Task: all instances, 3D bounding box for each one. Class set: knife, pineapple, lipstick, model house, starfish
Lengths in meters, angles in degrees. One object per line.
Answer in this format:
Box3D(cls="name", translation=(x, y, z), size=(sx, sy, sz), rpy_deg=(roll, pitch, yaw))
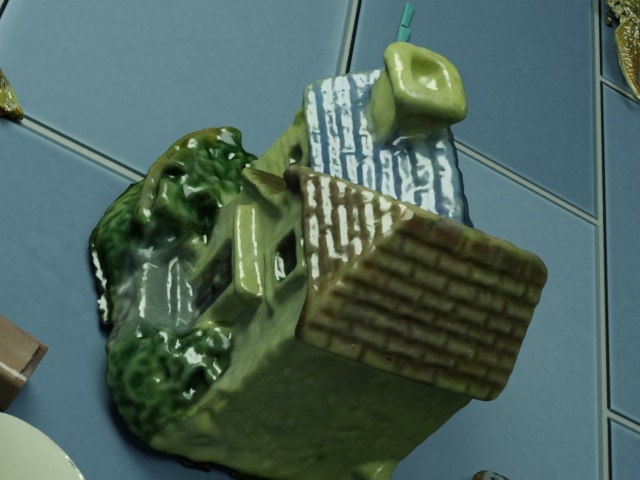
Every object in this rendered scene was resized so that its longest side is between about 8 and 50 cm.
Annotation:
Box3D(cls="knife", translation=(0.092, -0.230, 1.469), size=(0.014, 0.005, 0.091), rpy_deg=(30, 44, -12))
Box3D(cls="pineapple", translation=(-0.276, -0.132, 1.100), size=(0.045, 0.019, 0.083), rpy_deg=(-15, 70, -46))
Box3D(cls="lipstick", translation=(-0.265, 0.057, 0.938), size=(0.145, 0.045, 0.045), rpy_deg=(35, 44, -8))
Box3D(cls="model house", translation=(0.000, 0.000, 1.027), size=(0.261, 0.266, 0.321), rpy_deg=(19, 47, -30))
Box3D(cls="starfish", translation=(0.417, -0.254, 1.710), size=(0.138, 0.050, 0.248), rpy_deg=(18, 55, -27))

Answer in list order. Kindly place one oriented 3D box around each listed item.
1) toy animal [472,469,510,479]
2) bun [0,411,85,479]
Box3D(cls="toy animal", translation=(0.201, 0.268, 1.103), size=(0.188, 0.089, 0.179), rpy_deg=(13, 38, -24))
Box3D(cls="bun", translation=(-0.221, 0.190, 0.809), size=(0.172, 0.120, 0.173), rpy_deg=(27, 41, -27))
